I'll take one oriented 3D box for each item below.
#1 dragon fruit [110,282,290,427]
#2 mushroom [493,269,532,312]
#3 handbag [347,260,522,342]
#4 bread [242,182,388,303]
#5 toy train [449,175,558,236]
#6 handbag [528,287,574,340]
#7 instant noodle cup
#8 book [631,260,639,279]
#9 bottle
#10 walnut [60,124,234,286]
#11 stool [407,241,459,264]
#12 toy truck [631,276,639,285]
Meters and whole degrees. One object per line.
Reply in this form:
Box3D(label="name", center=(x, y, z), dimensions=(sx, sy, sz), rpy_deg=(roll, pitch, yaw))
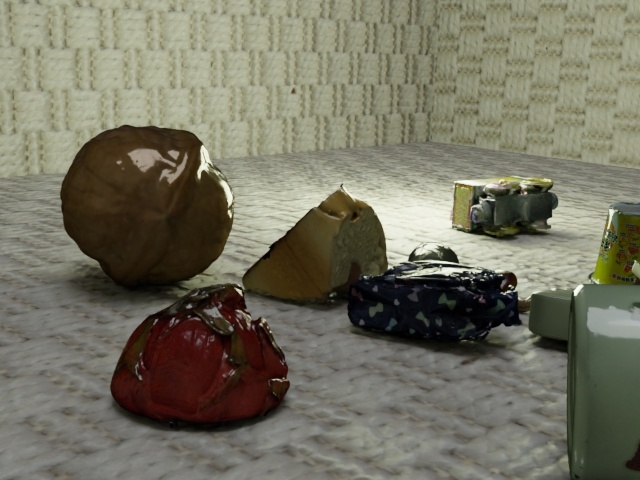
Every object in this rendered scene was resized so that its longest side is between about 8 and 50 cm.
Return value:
Box3D(label="dragon fruit", center=(-0.149, 0.122, 1.133), dimensions=(0.218, 0.148, 0.224), rpy_deg=(-2, 13, -16))
Box3D(label="mushroom", center=(0.311, 0.086, 1.557), dimensions=(0.130, 0.072, 0.088), rpy_deg=(1, -14, -13))
Box3D(label="handbag", center=(0.173, 0.091, 1.421), dimensions=(0.260, 0.113, 0.162), rpy_deg=(2, 4, 35))
Box3D(label="bread", center=(-0.009, -0.008, 1.597), dimensions=(0.224, 0.211, 0.184), rpy_deg=(15, 24, 28))
Box3D(label="toy train", center=(0.444, -0.089, 2.213), dimensions=(0.261, 0.134, 0.177), rpy_deg=(-6, 15, -34))
Box3D(label="handbag", center=(0.457, 0.120, 1.432), dimensions=(0.256, 0.079, 0.219), rpy_deg=(9, 7, 26))
Box3D(label="instant noodle cup", center=(0.626, 0.012, 1.760), dimensions=(0.205, 0.153, 0.205), rpy_deg=(3, 12, -1))
Box3D(label="book", center=(0.604, 0.136, 1.247), dimensions=(0.264, 0.031, 0.379), rpy_deg=(17, 17, -8))
Box3D(label="bottle", center=(0.431, 0.149, 0.935), dimensions=(0.352, 0.229, 0.229), rpy_deg=(0, 12, 12))
Box3D(label="walnut", center=(-0.303, -0.061, 1.629), dimensions=(0.306, 0.306, 0.344), rpy_deg=(-2, 6, -17))
Box3D(label="stool", center=(0.193, 0.058, 1.612), dimensions=(0.096, 0.096, 0.110), rpy_deg=(5, 17, 11))
Box3D(label="toy truck", center=(0.705, 0.069, 1.572), dimensions=(0.338, 0.133, 0.184), rpy_deg=(-7, 37, -32))
